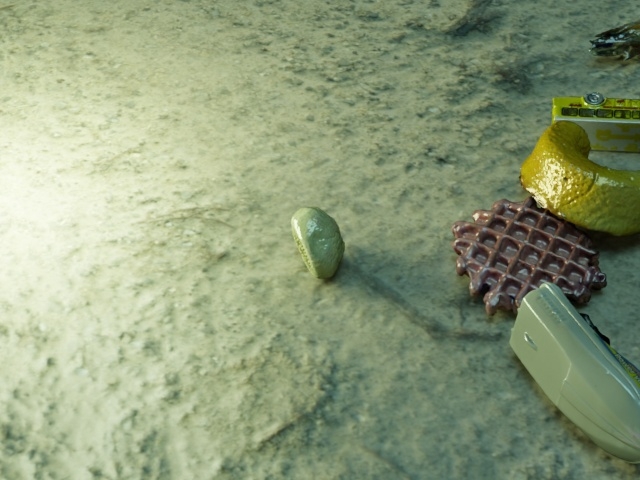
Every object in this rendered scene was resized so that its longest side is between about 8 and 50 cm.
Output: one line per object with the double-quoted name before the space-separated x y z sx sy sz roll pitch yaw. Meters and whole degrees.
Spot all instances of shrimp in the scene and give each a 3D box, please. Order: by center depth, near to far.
"shrimp" 0.636 -0.348 2.132 0.316 0.062 0.164 -11 49 -8

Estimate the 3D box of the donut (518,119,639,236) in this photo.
"donut" 0.416 -0.086 1.853 0.259 0.101 0.152 33 39 26

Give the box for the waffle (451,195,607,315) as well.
"waffle" 0.310 0.019 1.819 0.221 0.055 0.234 -10 44 -7

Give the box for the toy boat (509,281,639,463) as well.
"toy boat" 0.371 0.179 1.614 0.140 0.141 0.269 -32 53 -23

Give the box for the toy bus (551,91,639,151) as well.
"toy bus" 0.497 -0.197 1.986 0.226 0.081 0.074 5 49 11

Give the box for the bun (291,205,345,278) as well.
"bun" 0.000 0.000 1.835 0.069 0.115 0.115 -25 48 -5
